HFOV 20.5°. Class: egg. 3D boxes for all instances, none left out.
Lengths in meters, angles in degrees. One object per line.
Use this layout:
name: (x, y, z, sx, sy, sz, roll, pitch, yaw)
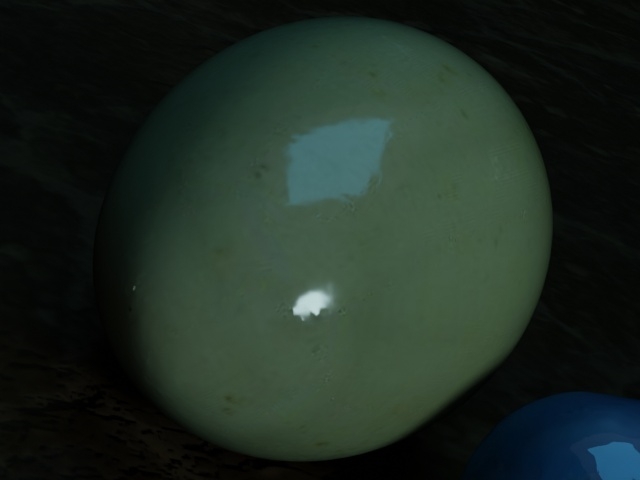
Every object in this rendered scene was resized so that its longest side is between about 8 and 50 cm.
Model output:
egg: (0.000, 0.000, 0.774, 0.188, 0.188, 0.253, 29, 27, 18)

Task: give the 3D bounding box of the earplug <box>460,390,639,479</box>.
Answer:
earplug: (0.185, 0.133, 0.738, 0.273, 0.132, 0.132, 13, 22, -15)
